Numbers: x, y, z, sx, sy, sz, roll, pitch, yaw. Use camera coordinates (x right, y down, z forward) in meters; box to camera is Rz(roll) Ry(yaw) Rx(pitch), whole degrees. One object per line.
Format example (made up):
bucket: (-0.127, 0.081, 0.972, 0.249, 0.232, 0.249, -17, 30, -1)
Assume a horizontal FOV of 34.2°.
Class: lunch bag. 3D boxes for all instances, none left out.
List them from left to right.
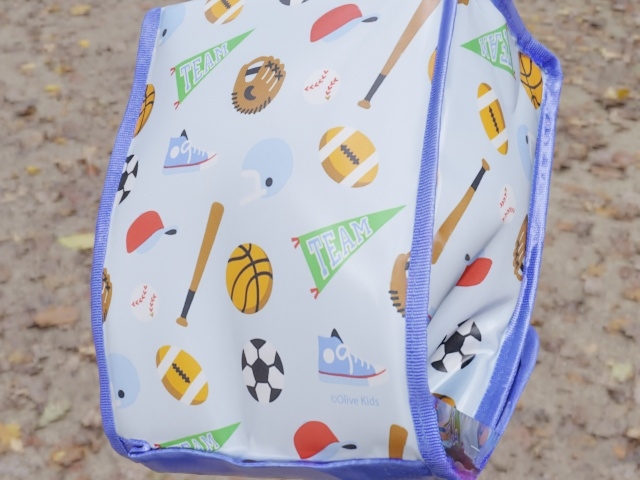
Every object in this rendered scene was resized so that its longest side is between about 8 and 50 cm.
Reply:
lunch bag: (0.000, 0.000, 0.833, 0.328, 0.239, 0.385, -6, 63, 35)
